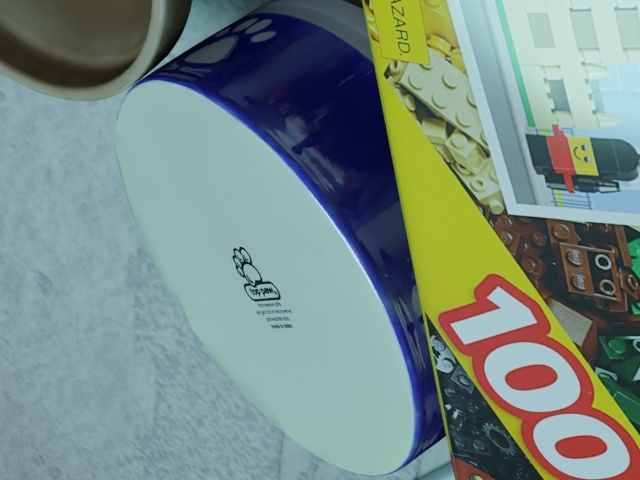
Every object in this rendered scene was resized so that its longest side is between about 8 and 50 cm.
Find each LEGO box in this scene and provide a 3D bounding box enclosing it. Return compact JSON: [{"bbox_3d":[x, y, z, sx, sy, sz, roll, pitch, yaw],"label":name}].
[{"bbox_3d":[0.220,-0.068,0.441,0.372,0.193,0.500,13,132,35],"label":"LEGO box"}]

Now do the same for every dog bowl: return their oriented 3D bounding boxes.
[{"bbox_3d":[0.000,0.000,0.727,0.265,0.104,0.265,40,150,29],"label":"dog bowl"}]

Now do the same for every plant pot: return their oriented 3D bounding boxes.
[{"bbox_3d":[-0.148,-0.208,0.719,0.237,0.110,0.237,25,139,24],"label":"plant pot"}]

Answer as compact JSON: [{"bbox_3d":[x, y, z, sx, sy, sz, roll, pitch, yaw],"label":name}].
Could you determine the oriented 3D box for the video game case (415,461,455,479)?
[{"bbox_3d":[0.197,0.267,0.895,0.300,0.036,0.329,46,141,-1],"label":"video game case"}]
